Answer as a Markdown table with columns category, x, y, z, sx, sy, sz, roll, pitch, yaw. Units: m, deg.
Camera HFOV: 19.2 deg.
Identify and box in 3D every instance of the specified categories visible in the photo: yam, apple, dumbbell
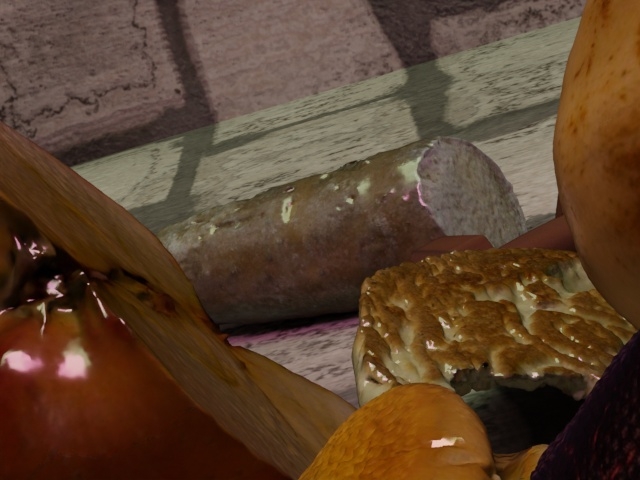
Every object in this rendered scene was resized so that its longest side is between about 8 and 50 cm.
| category | x | y | z | sx | sy | sz | roll | pitch | yaw |
| --- | --- | --- | --- | --- | --- | --- | --- | --- | --- |
| yam | 0.000 | 0.000 | 1.603 | 0.330 | 0.133 | 0.133 | -12 | 13 | 23 |
| apple | -0.122 | 0.059 | 1.014 | 0.328 | 0.295 | 0.365 | 1 | -7 | 13 |
| dumbbell | 0.168 | 0.008 | 1.450 | 0.231 | 0.092 | 0.082 | -26 | 45 | -36 |

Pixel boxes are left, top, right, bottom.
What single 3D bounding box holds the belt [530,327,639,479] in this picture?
| category | x | y | z | sx | sy | sz | roll | pitch | yaw |
| --- | --- | --- | --- | --- | --- | --- | --- | --- | --- |
| belt | 0.210 | 0.101 | 0.716 | 0.289 | 0.164 | 0.184 | -3 | 42 | -36 |

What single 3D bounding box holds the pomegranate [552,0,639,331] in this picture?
| category | x | y | z | sx | sy | sz | roll | pitch | yaw |
| --- | --- | --- | --- | --- | --- | --- | --- | --- | --- |
| pomegranate | 0.296 | -0.059 | 1.056 | 0.332 | 0.332 | 0.332 | -16 | 12 | 4 |

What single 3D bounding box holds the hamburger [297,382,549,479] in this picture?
| category | x | y | z | sx | sy | sz | roll | pitch | yaw |
| --- | --- | --- | --- | --- | --- | --- | --- | --- | --- |
| hamburger | 0.053 | 0.154 | 0.767 | 0.156 | 0.144 | 0.283 | -53 | 6 | 17 |

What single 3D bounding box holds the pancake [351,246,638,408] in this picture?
| category | x | y | z | sx | sy | sz | roll | pitch | yaw |
| --- | --- | --- | --- | --- | --- | --- | --- | --- | --- |
| pancake | 0.130 | 0.071 | 1.201 | 0.197 | 0.054 | 0.376 | 25 | 24 | 28 |
